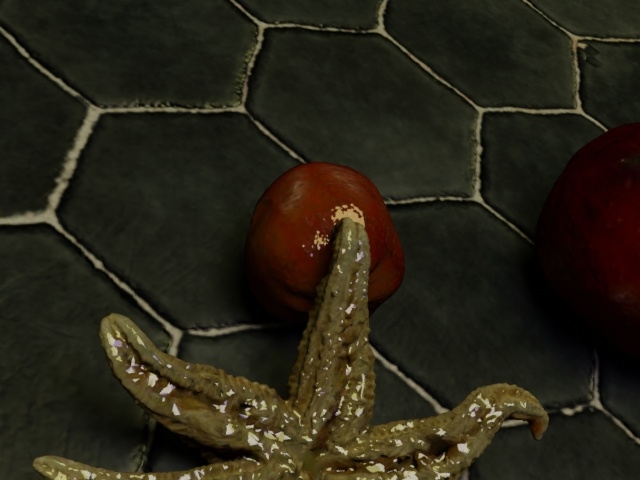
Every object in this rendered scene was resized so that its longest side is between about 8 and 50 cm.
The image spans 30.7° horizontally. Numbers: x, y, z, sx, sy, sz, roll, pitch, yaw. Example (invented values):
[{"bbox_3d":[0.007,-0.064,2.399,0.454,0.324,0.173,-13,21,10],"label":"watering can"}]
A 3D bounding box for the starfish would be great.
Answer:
[{"bbox_3d":[-0.004,0.158,0.830,0.375,0.094,0.327,-15,72,-22],"label":"starfish"}]

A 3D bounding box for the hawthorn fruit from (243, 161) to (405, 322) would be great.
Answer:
[{"bbox_3d":[0.000,0.000,0.959,0.132,0.133,0.138,5,45,-24],"label":"hawthorn fruit"}]

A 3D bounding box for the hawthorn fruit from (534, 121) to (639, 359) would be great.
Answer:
[{"bbox_3d":[0.309,0.006,1.047,0.230,0.210,0.266,52,9,4],"label":"hawthorn fruit"}]
